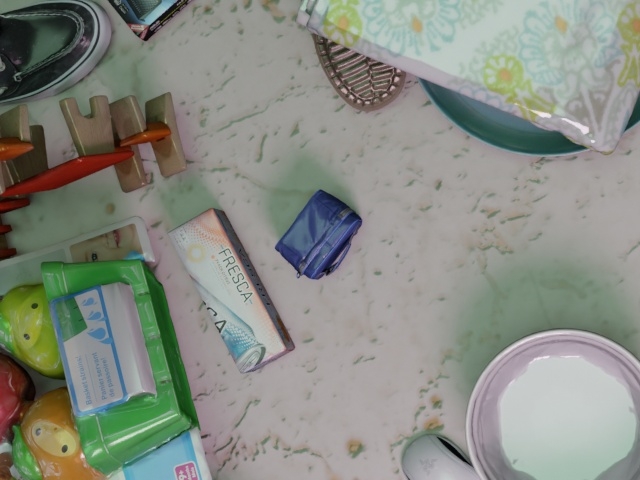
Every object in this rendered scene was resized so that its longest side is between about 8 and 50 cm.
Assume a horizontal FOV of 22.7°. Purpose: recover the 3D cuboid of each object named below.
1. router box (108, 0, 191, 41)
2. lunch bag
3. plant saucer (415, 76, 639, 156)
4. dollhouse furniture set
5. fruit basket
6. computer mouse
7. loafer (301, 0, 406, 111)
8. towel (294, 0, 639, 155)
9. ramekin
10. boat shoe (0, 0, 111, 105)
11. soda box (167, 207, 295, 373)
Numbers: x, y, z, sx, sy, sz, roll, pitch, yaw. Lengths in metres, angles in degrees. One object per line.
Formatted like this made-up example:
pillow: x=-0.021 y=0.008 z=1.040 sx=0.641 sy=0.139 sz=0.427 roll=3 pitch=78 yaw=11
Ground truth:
router box: x=-0.208 y=-0.305 z=1.835 sx=0.092 sy=0.038 sz=0.122 roll=-40 pitch=81 yaw=6
lunch bag: x=0.000 y=0.000 z=1.769 sx=0.065 sy=0.067 sz=0.098 roll=37 pitch=95 yaw=10
plant saucer: x=0.249 y=-0.248 z=1.747 sx=0.318 sy=0.044 sz=0.317 roll=0 pitch=88 yaw=10
dollhouse furniture set: x=-0.313 y=-0.061 z=1.753 sx=0.259 sy=0.262 sz=0.135 roll=-17 pitch=86 yaw=43
fruit basket: x=-0.324 y=0.165 z=1.735 sx=0.353 sy=0.165 sz=0.327 roll=-15 pitch=71 yaw=-3
computer mouse: x=0.165 y=0.292 z=1.738 sx=0.193 sy=0.042 sz=0.106 roll=41 pitch=96 yaw=9
loafer: x=0.025 y=-0.276 z=1.768 sx=0.102 sy=0.092 sz=0.268 roll=-19 pitch=100 yaw=7
towel: x=0.195 y=-0.305 z=1.673 sx=0.374 sy=0.090 sz=0.320 roll=22 pitch=95 yaw=-1
ramekin: x=0.262 y=0.195 z=1.691 sx=0.207 sy=0.109 sz=0.207 roll=0 pitch=88 yaw=11
boat shoe: x=-0.391 y=-0.209 z=1.832 sx=0.301 sy=0.102 sz=0.108 roll=-15 pitch=85 yaw=10
soda box: x=-0.100 y=0.056 z=1.790 sx=0.063 sy=0.058 sz=0.183 roll=-29 pitch=82 yaw=8
